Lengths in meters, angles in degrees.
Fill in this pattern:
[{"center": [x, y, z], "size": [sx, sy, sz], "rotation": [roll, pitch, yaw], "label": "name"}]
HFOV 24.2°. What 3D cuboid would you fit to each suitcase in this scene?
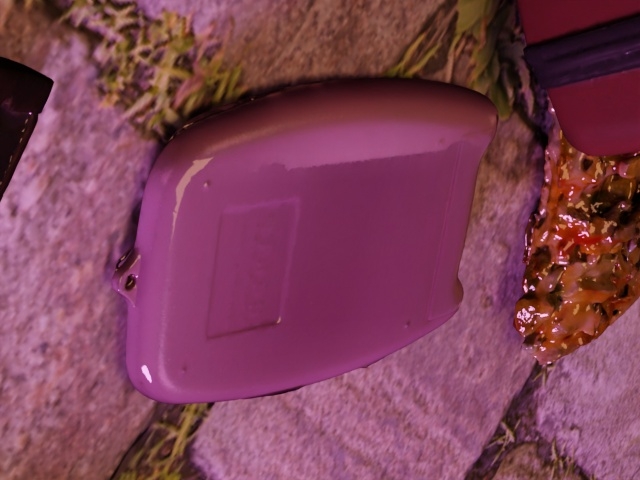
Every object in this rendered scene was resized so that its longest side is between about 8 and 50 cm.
[{"center": [0.288, -0.169, 0.950], "size": [0.297, 0.236, 0.161], "rotation": [-24, 98, -39], "label": "suitcase"}]

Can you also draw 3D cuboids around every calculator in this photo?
[{"center": [0.001, 0.001, 0.887], "size": [0.294, 0.043, 0.194], "rotation": [-13, 121, -42], "label": "calculator"}]

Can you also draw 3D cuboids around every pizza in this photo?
[{"center": [0.207, -0.017, 1.089], "size": [0.147, 0.069, 0.226], "rotation": [-13, 121, -41], "label": "pizza"}]

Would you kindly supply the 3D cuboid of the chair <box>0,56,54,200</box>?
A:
[{"center": [-0.249, -0.032, 0.497], "size": [0.240, 0.416, 0.203], "rotation": [25, 92, -7], "label": "chair"}]
